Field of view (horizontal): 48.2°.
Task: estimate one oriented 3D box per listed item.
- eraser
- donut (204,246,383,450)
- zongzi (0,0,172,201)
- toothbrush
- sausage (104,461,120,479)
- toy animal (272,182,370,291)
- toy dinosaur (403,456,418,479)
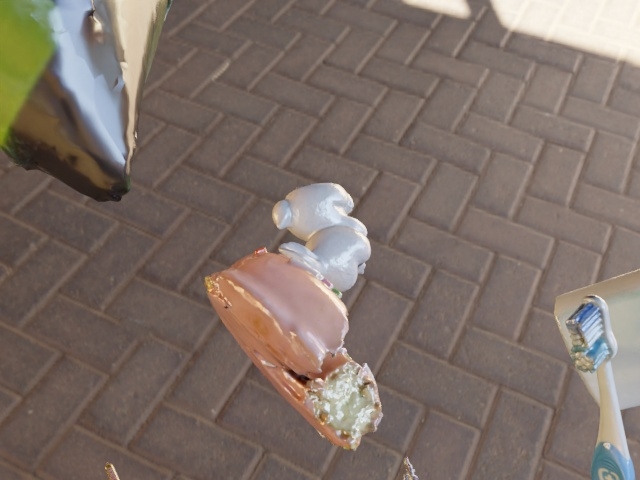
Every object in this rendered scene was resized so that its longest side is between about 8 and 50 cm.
[{"bbox_3d":[0.492,0.118,0.971,0.290,0.189,0.104,-23,20,29],"label":"eraser"},{"bbox_3d":[-0.025,0.097,0.718,0.085,0.233,0.199,-41,53,-18],"label":"donut"},{"bbox_3d":[-0.220,-0.244,0.366,0.383,0.362,0.319,15,40,-23],"label":"zongzi"},{"bbox_3d":[0.256,0.210,0.621,0.040,0.386,0.040,-15,27,8],"label":"toothbrush"},{"bbox_3d":[-0.332,0.407,1.174,0.015,0.015,0.100,-21,56,-23],"label":"sausage"},{"bbox_3d":[-0.007,-0.004,1.281,0.178,0.127,0.193,10,60,-22],"label":"toy animal"},{"bbox_3d":[0.152,0.448,1.123,0.039,0.082,0.209,2,72,-24],"label":"toy dinosaur"}]
